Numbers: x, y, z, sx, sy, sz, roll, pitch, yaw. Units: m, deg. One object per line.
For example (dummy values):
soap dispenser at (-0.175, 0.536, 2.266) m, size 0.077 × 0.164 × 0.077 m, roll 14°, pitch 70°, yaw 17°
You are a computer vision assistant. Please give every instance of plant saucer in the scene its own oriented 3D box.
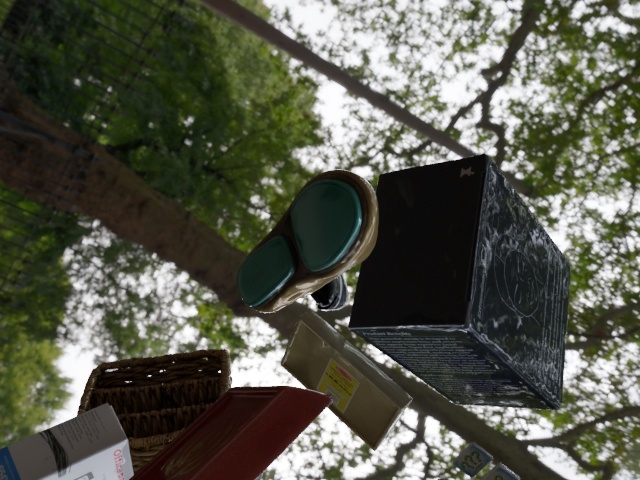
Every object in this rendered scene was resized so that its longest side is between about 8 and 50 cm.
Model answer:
plant saucer at (-0.137, 0.263, 0.866) m, size 0.258 × 0.047 × 0.259 m, roll -40°, pitch -171°, yaw -27°

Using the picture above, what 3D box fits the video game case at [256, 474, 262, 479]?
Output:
video game case at (-0.124, 0.386, 1.226) m, size 0.015 × 0.119 × 0.166 m, roll 21°, pitch -86°, yaw 25°

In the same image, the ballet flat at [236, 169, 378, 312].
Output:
ballet flat at (0.000, 0.000, 0.600) m, size 0.232 × 0.073 × 0.080 m, roll -34°, pitch -112°, yaw 55°

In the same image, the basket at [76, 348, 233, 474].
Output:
basket at (-0.325, 0.348, 1.391) m, size 0.213 × 0.299 × 0.223 m, roll -22°, pitch 107°, yaw -89°

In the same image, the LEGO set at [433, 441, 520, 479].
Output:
LEGO set at (0.304, 0.534, 1.407) m, size 0.244 × 0.182 × 0.060 m, roll -57°, pitch 173°, yaw 35°

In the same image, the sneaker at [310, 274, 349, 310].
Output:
sneaker at (0.000, 0.042, 1.495) m, size 0.079 × 0.121 × 0.216 m, roll -21°, pitch -99°, yaw 16°

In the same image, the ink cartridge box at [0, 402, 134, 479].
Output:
ink cartridge box at (-0.398, 0.362, 1.083) m, size 0.086 × 0.203 × 0.148 m, roll 44°, pitch -37°, yaw 39°

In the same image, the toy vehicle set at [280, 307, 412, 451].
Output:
toy vehicle set at (0.043, 0.276, 1.391) m, size 0.035 × 0.267 × 0.166 m, roll -33°, pitch 155°, yaw -42°

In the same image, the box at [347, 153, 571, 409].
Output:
box at (0.260, 0.091, 1.216) m, size 0.212 × 0.395 × 0.293 m, roll -7°, pitch -122°, yaw 37°
